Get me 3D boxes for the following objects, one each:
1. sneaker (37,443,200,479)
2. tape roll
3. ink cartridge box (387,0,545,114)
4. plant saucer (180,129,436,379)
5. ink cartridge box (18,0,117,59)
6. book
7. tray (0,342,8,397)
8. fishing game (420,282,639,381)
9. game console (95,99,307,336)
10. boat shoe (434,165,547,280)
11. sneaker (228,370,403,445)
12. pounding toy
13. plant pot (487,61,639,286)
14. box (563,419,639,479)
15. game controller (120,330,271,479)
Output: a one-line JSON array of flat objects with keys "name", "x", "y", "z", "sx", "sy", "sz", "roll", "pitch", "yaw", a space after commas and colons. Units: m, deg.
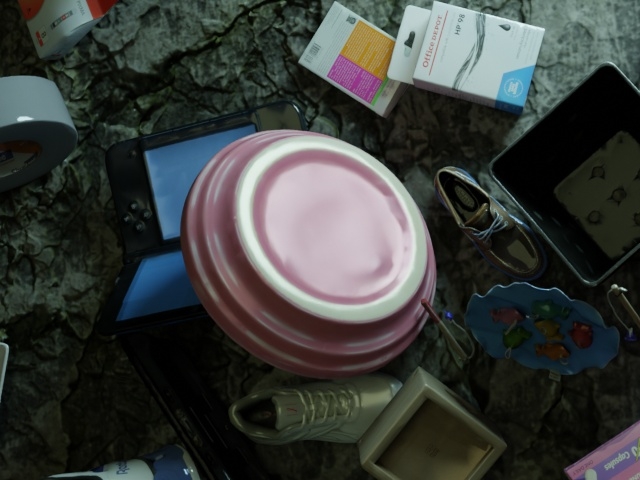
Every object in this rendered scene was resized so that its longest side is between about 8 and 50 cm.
[{"name": "sneaker", "x": -0.297, "y": 0.337, "z": 1.716, "sx": 0.315, "sy": 0.182, "sz": 0.127, "roll": -35, "pitch": 66, "yaw": 51}, {"name": "tape roll", "x": -0.446, "y": -0.138, "z": 1.874, "sx": 0.219, "sy": 0.219, "sz": 0.072, "roll": -27, "pitch": 75, "yaw": 15}, {"name": "ink cartridge box", "x": 0.180, "y": -0.232, "z": 1.721, "sx": 0.180, "sy": 0.060, "sz": 0.104, "roll": 15, "pitch": 89, "yaw": 6}, {"name": "plant saucer", "x": 0.000, "y": 0.000, "z": 1.652, "sx": 0.332, "sy": 0.332, "sz": 0.084, "roll": 63, "pitch": 145, "yaw": 16}, {"name": "ink cartridge box", "x": -0.358, "y": -0.359, "z": 1.931, "sx": 0.179, "sy": 0.045, "sz": 0.145, "roll": -36, "pitch": 71, "yaw": 41}, {"name": "book", "x": 0.052, "y": -0.237, "z": 1.807, "sx": 0.144, "sy": 0.035, "sz": 0.096, "roll": 36, "pitch": 99, "yaw": 21}, {"name": "tray", "x": -0.567, "y": 0.204, "z": 1.976, "sx": 0.270, "sy": 0.030, "sz": 0.145, "roll": 6, "pitch": 86, "yaw": 21}, {"name": "fishing game", "x": 0.256, "y": 0.114, "z": 1.609, "sx": 0.264, "sy": 0.189, "sz": 0.041, "roll": -4, "pitch": 52, "yaw": 32}, {"name": "game console", "x": -0.157, "y": -0.032, "z": 1.774, "sx": 0.293, "sy": 0.173, "sz": 0.250, "roll": -12, "pitch": 91, "yaw": 17}, {"name": "boat shoe", "x": 0.203, "y": -0.020, "z": 1.703, "sx": 0.183, "sy": 0.066, "sz": 0.066, "roll": 44, "pitch": 99, "yaw": 20}, {"name": "sneaker", "x": -0.009, "y": 0.216, "z": 1.723, "sx": 0.232, "sy": 0.115, "sz": 0.090, "roll": -14, "pitch": 78, "yaw": 18}, {"name": "pounding toy", "x": 0.130, "y": 0.293, "z": 1.674, "sx": 0.181, "sy": 0.094, "sz": 0.206, "roll": 37, "pitch": 97, "yaw": -8}, {"name": "plant pot", "x": 0.337, "y": -0.064, "z": 1.607, "sx": 0.188, "sy": 0.167, "sz": 0.187, "roll": -42, "pitch": 71, "yaw": 10}, {"name": "box", "x": 0.436, "y": 0.302, "z": 1.549, "sx": 0.213, "sy": 0.117, "sz": 0.243, "roll": -36, "pitch": 73, "yaw": 12}, {"name": "game controller", "x": -0.149, "y": 0.250, "z": 1.743, "sx": 0.067, "sy": 0.166, "sz": 0.319, "roll": -39, "pitch": 71, "yaw": 8}]
